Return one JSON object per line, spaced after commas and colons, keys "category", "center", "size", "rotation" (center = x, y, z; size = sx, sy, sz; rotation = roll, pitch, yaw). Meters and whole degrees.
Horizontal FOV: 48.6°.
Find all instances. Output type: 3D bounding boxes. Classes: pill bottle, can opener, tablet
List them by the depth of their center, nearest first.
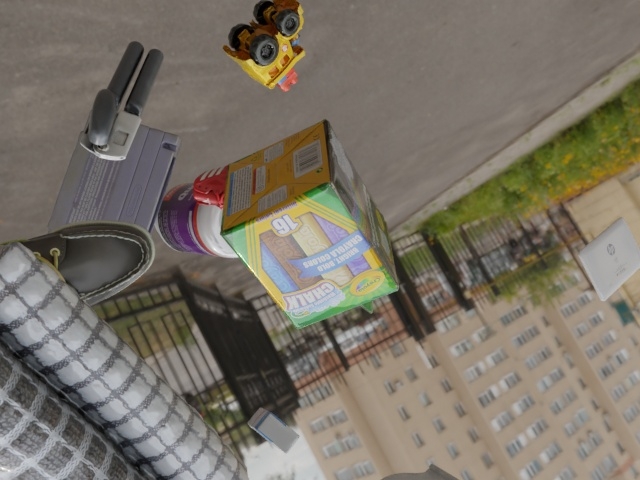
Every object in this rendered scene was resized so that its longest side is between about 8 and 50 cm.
{"category": "tablet", "center": [0.285, 0.017, 0.690], "size": [0.083, 0.054, 0.006], "rotation": [-31, -174, -33]}
{"category": "can opener", "center": [-0.329, -0.252, 1.203], "size": [0.076, 0.283, 0.095], "rotation": [19, 141, -12]}
{"category": "pill bottle", "center": [-0.287, -0.054, 1.748], "size": [0.182, 0.181, 0.323], "rotation": [-22, -164, -36]}

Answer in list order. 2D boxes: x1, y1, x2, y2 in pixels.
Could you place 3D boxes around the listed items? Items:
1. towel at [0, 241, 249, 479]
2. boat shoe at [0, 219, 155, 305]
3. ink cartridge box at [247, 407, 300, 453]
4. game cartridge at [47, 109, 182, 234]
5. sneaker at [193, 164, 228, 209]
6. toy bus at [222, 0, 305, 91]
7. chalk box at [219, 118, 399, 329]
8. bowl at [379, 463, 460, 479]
{"category": "towel", "center": [-0.219, 0.133, 0.475], "size": [0.284, 0.235, 0.121], "rotation": [-14, -144, 39]}
{"category": "boat shoe", "center": [-0.260, 0.037, 0.635], "size": [0.228, 0.081, 0.069], "rotation": [-16, -171, -13]}
{"category": "ink cartridge box", "center": [-0.107, 0.427, 1.597], "size": [0.052, 0.088, 0.122], "rotation": [-51, -172, -17]}
{"category": "game cartridge", "center": [-0.485, -0.106, 1.647], "size": [0.068, 0.230, 0.354], "rotation": [66, 42, -82]}
{"category": "sneaker", "center": [-0.160, -0.060, 1.291], "size": [0.128, 0.221, 0.087], "rotation": [-13, 129, -11]}
{"category": "toy bus", "center": [-0.116, -0.515, 1.908], "size": [0.220, 0.149, 0.211], "rotation": [-48, 135, -4]}
{"category": "chalk box", "center": [0.000, 0.000, 0.801], "size": [0.132, 0.213, 0.132], "rotation": [-23, -144, 14]}
{"category": "bowl", "center": [0.188, 0.412, 1.001], "size": [0.134, 0.298, 0.298], "rotation": [-58, 176, -11]}
